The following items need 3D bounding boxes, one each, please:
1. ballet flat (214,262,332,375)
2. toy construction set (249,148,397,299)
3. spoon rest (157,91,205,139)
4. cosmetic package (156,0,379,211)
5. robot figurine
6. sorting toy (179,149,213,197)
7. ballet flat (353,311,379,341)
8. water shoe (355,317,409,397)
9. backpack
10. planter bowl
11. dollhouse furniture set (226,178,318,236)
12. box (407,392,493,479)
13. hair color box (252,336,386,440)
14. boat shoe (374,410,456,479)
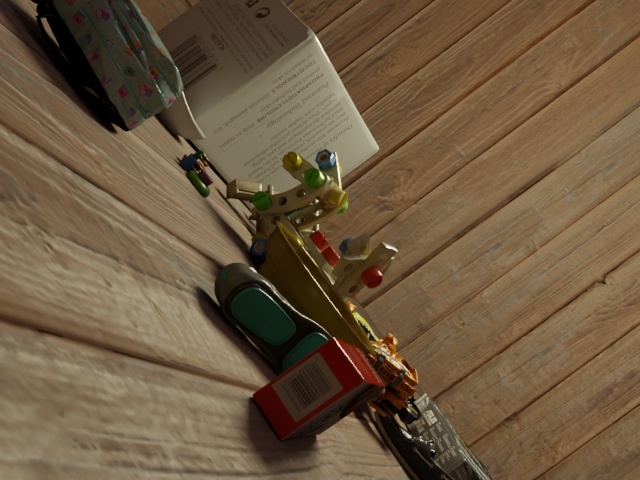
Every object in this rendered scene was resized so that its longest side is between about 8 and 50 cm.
[{"bbox_3d":[-0.039,0.099,0.926,0.213,0.072,0.068,51,-1,-34],"label":"ballet flat"},{"bbox_3d":[0.000,0.000,1.356,0.151,0.215,0.328,50,4,-41],"label":"toy construction set"},{"bbox_3d":[-0.276,-0.269,1.500,0.137,0.084,0.276,55,4,28],"label":"spoon rest"},{"bbox_3d":[-0.136,-0.311,1.886,0.329,0.327,0.394,55,2,38],"label":"cosmetic package"},{"bbox_3d":[0.080,0.195,1.403,0.211,0.085,0.291,38,4,-10],"label":"robot figurine"},{"bbox_3d":[-0.194,-0.117,1.373,0.061,0.042,0.102,51,3,-42],"label":"sorting toy"},{"bbox_3d":[0.112,0.251,1.820,0.231,0.077,0.077,49,25,-21],"label":"ballet flat"},{"bbox_3d":[0.090,0.242,1.650,0.203,0.073,0.080,53,-24,11],"label":"water shoe"},{"bbox_3d":[-0.249,-0.226,1.021,0.182,0.115,0.152,56,0,8],"label":"backpack"},{"bbox_3d":[-0.026,0.086,1.104,0.217,0.090,0.217,54,2,-2],"label":"planter bowl"},{"bbox_3d":[-0.121,-0.036,1.680,0.181,0.161,0.101,8,71,-30],"label":"dollhouse furniture set"},{"bbox_3d":[0.289,0.477,1.731,0.242,0.076,0.307,52,3,-14],"label":"box"},{"bbox_3d":[0.005,0.146,0.823,0.053,0.093,0.167,55,3,14],"label":"hair color box"},{"bbox_3d":[0.164,0.345,1.356,0.206,0.065,0.075,53,5,20],"label":"boat shoe"}]
